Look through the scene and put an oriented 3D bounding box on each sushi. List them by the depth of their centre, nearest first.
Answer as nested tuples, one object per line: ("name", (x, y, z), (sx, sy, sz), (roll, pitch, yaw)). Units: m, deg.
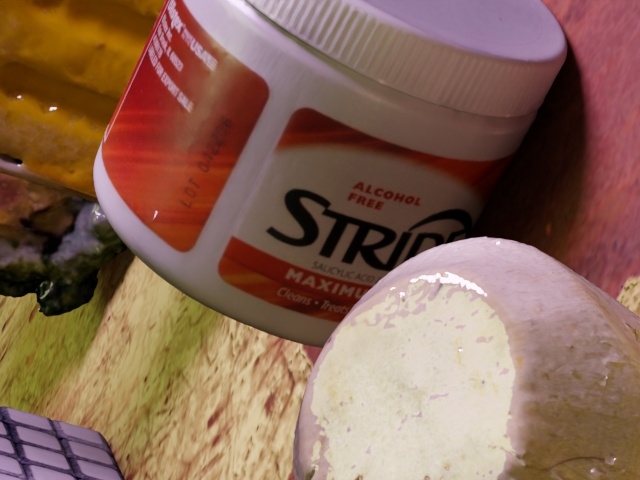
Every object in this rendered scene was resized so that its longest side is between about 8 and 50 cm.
("sushi", (-0.264, -0.136, 1.623), (0.178, 0.294, 0.352), (-97, 30, -58))

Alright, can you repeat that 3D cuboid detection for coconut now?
("coconut", (0.078, 0.088, 0.749), (0.161, 0.162, 0.161), (-16, 62, 33))

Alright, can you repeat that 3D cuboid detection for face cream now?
("face cream", (0.002, -0.069, 1.000), (0.187, 0.201, 0.201), (-62, 22, 24))

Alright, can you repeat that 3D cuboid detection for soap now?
("soap", (-0.127, -0.152, 1.295), (0.143, 0.281, 0.259), (-111, 43, -63))

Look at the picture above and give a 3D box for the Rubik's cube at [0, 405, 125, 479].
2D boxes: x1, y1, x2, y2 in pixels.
("Rubik's cube", (-0.285, 0.255, 1.424), (0.237, 0.237, 0.238), (-70, 21, 7))
